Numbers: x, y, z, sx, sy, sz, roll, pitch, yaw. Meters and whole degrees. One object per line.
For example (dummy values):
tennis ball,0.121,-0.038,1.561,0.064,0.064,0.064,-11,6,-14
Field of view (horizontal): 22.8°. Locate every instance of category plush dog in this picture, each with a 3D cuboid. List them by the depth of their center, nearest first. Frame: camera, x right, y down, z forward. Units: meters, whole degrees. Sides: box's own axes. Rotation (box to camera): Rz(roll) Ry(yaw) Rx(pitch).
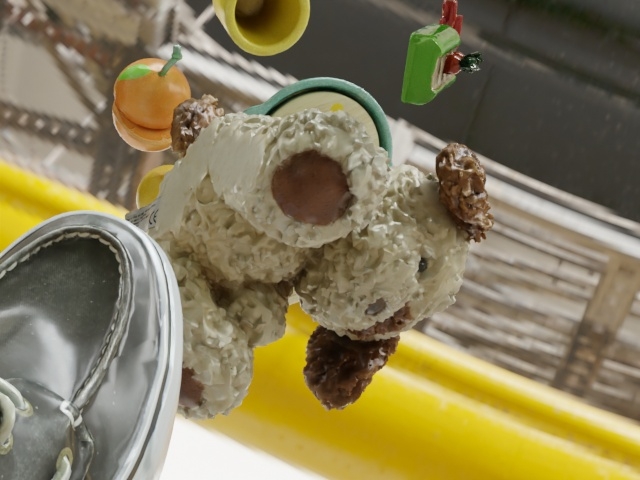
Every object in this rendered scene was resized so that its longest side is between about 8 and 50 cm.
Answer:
plush dog,0.000,0.000,1.147,0.225,0.210,0.262,21,-59,-25

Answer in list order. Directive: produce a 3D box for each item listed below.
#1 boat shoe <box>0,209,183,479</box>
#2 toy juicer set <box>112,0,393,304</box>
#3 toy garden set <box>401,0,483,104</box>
boat shoe,-0.146,0.100,0.627,0.121,0.335,0.119,14,-38,13
toy juicer set,-0.034,-0.044,1.281,0.209,0.089,0.329,-39,-60,-6
toy garden set,0.108,-0.217,1.040,0.049,0.204,0.244,10,-77,10
